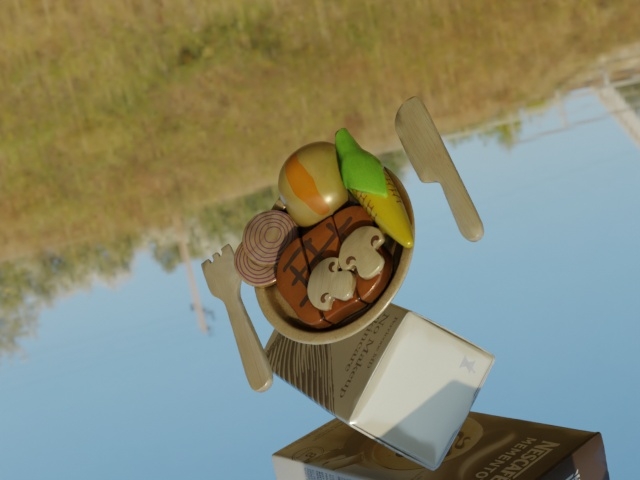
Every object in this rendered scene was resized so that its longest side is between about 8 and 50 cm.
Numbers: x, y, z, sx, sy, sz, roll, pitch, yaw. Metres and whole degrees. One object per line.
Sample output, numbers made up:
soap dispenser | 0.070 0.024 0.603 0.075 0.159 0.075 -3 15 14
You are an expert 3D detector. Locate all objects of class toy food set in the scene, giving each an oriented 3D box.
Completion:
toy food set | 0.000 0.000 0.757 0.192 0.132 0.038 -38 143 19

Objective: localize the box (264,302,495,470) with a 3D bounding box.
box | 0.040 0.109 1.097 0.094 0.113 0.275 30 174 -18

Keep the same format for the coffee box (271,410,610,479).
coffee box | 0.118 0.252 1.201 0.297 0.118 0.168 3 -160 46
